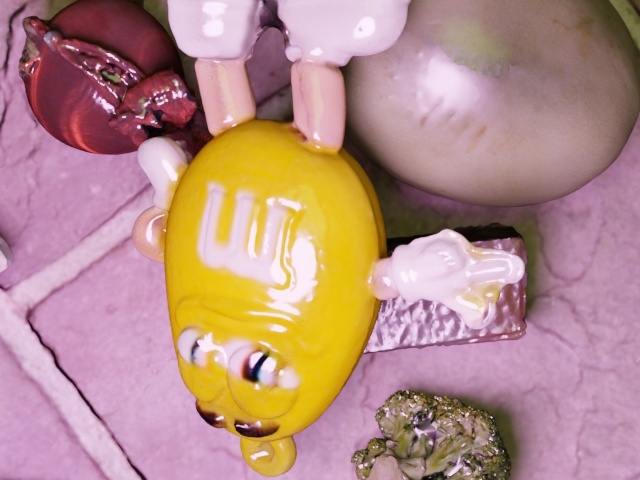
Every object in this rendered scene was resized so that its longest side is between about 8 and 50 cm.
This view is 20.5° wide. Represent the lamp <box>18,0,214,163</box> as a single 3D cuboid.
[{"bbox_3d":[-0.189,-0.137,1.691,0.151,0.215,0.223,-42,62,13],"label":"lamp"}]

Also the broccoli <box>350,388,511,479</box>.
[{"bbox_3d":[0.103,0.217,1.668,0.162,0.138,0.145,10,99,42],"label":"broccoli"}]

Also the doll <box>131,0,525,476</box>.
[{"bbox_3d":[-0.020,-0.031,1.526,0.348,0.161,0.423,-26,87,31],"label":"doll"}]

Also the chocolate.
[{"bbox_3d":[0.037,0.057,1.694,0.321,0.112,0.112,-6,96,1],"label":"chocolate"}]

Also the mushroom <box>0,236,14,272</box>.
[{"bbox_3d":[-0.416,-0.040,1.720,0.118,0.103,0.270,-42,80,0],"label":"mushroom"}]

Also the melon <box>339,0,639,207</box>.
[{"bbox_3d":[0.143,-0.164,1.625,0.308,0.272,0.271,4,87,-6],"label":"melon"}]
